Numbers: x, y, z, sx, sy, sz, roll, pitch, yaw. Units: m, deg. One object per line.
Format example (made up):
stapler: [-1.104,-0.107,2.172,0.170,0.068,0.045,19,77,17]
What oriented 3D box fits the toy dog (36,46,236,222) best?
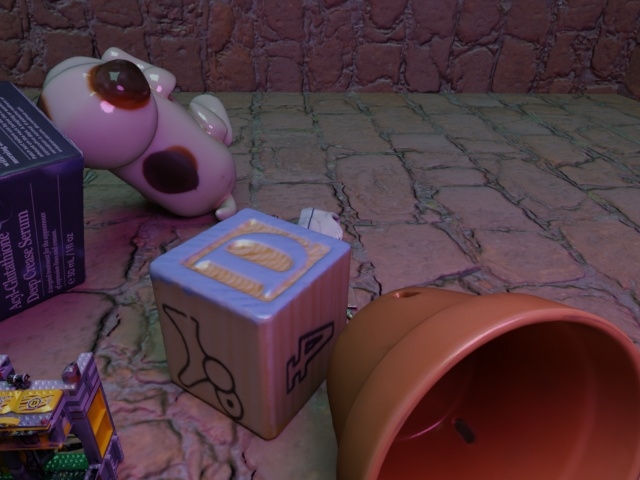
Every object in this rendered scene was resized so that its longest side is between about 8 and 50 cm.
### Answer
toy dog: [-0.369,-0.196,0.937,0.284,0.408,0.395,-32,70,11]

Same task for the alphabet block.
alphabet block: [-0.084,0.099,0.630,0.192,0.197,0.193,21,36,28]

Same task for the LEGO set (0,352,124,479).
LEGO set: [-0.343,0.219,0.414,0.331,0.192,0.255,3,30,4]

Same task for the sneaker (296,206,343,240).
sneaker: [0.000,0.000,0.902,0.091,0.094,0.258,-1,30,4]

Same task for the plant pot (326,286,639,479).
plant pot: [0.133,0.170,0.470,0.290,0.291,0.203,-8,16,-17]

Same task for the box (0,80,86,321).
box: [-0.566,-0.012,0.645,0.212,0.294,0.395,41,44,17]

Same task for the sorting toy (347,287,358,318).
sorting toy: [0.033,0.107,0.802,0.062,0.012,0.083,4,27,-6]
